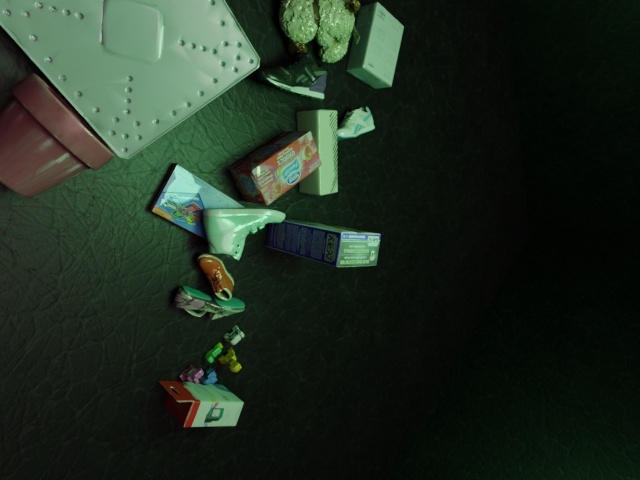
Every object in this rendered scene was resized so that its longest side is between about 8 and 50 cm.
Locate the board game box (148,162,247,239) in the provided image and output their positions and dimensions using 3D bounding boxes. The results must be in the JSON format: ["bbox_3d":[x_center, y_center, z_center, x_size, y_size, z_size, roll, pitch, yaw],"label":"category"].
[{"bbox_3d":[-0.331,-0.085,1.155,0.281,0.027,0.145,35,74,-44],"label":"board game box"}]

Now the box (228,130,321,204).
[{"bbox_3d":[-0.135,-0.229,1.244,0.257,0.128,0.123,-42,127,-31],"label":"box"}]

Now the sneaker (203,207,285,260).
[{"bbox_3d":[-0.221,-0.021,1.193,0.255,0.094,0.151,-4,97,-35],"label":"sneaker"}]

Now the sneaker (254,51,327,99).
[{"bbox_3d":[-0.085,-0.518,1.228,0.283,0.107,0.124,-13,124,-52],"label":"sneaker"}]

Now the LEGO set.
[{"bbox_3d":[-0.306,0.381,1.250,0.227,0.093,0.087,-42,127,-30],"label":"LEGO set"}]

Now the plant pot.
[{"bbox_3d":[-0.555,-0.191,0.801,0.180,0.201,0.201,-43,129,-9],"label":"plant pot"}]

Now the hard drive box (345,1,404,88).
[{"bbox_3d":[0.204,-0.712,1.490,0.181,0.089,0.232,10,92,-46],"label":"hard drive box"}]

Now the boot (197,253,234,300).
[{"bbox_3d":[-0.305,0.108,1.181,0.059,0.085,0.158,-25,126,10],"label":"boot"}]

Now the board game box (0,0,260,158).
[{"bbox_3d":[-0.392,-0.441,0.847,0.390,0.050,0.390,-36,119,-3],"label":"board game box"}]

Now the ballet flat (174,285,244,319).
[{"bbox_3d":[-0.334,0.195,1.201,0.221,0.077,0.079,23,102,-41],"label":"ballet flat"}]

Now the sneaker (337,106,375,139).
[{"bbox_3d":[0.110,-0.426,1.481,0.228,0.087,0.092,-36,117,-42],"label":"sneaker"}]

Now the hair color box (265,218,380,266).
[{"bbox_3d":[0.000,0.000,1.285,0.185,0.338,0.110,1,100,-45],"label":"hair color box"}]

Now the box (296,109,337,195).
[{"bbox_3d":[-0.010,-0.298,1.366,0.094,0.113,0.275,-17,113,-43],"label":"box"}]

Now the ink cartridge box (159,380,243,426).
[{"bbox_3d":[-0.362,0.482,1.192,0.231,0.134,0.078,26,82,-45],"label":"ink cartridge box"}]

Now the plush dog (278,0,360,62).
[{"bbox_3d":[-0.017,-0.679,1.229,0.225,0.210,0.263,-16,112,-13],"label":"plush dog"}]
